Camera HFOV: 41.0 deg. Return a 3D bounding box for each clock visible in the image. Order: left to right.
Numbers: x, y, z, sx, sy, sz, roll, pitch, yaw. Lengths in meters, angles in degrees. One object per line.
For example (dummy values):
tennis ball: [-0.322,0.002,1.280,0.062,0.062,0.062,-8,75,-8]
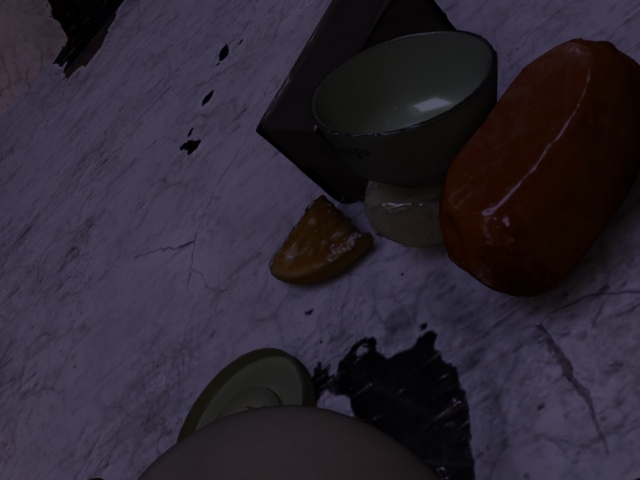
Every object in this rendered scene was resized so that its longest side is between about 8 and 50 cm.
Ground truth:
clock: [-0.101,0.242,1.069,0.235,0.029,0.235,-31,40,30]

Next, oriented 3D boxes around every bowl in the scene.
bowl: [0.103,-0.135,0.947,0.211,0.112,0.211,-16,37,13]

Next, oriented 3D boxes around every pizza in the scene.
pizza: [0.000,0.000,1.154,0.178,0.041,0.131,-32,42,30]

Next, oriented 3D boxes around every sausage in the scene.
sausage: [0.227,-0.073,0.848,0.153,0.141,0.268,31,86,48]

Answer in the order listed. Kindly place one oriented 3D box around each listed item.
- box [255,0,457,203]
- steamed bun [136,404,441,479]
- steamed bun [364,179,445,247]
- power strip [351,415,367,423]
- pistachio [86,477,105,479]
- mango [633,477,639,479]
box: [0.068,-0.194,1.118,0.153,0.188,0.252,18,72,55]
steamed bun: [-0.048,0.316,0.668,0.374,0.241,0.374,-9,74,35]
steamed bun: [0.121,-0.046,1.002,0.130,0.091,0.112,-9,45,26]
power strip: [0.001,0.236,0.927,0.123,0.032,0.056,-27,51,18]
pistachio: [-0.281,0.377,1.096,0.113,0.113,0.149,-43,34,15]
mango: [0.277,0.215,0.527,0.254,0.139,0.175,-9,22,39]
